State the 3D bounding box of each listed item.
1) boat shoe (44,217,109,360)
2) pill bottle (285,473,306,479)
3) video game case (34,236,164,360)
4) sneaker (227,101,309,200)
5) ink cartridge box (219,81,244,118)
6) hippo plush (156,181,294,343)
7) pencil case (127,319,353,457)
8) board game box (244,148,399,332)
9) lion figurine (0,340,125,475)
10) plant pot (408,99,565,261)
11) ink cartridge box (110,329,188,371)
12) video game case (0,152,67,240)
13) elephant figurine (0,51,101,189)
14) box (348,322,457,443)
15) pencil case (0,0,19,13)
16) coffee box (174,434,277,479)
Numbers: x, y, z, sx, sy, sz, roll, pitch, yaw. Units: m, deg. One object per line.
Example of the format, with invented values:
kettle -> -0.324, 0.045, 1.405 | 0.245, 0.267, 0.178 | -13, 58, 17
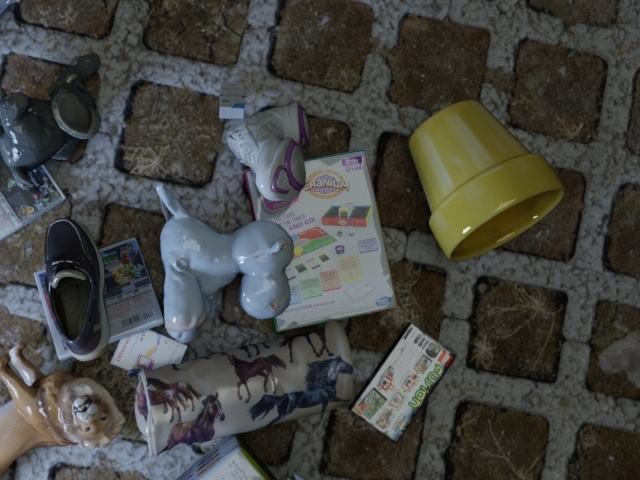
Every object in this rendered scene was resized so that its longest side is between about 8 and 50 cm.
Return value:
boat shoe -> -0.448, 0.075, 1.783 | 0.103, 0.092, 0.285 | -13, 65, -3
pill bottle -> -0.078, 0.445, 1.490 | 0.184, 0.103, 0.103 | -34, 89, -11
video game case -> -0.413, 0.107, 1.832 | 0.201, 0.023, 0.183 | -20, 67, -7
sneaker -> -0.102, -0.154, 1.808 | 0.152, 0.305, 0.114 | -7, 119, 8
ink cartridge box -> -0.171, -0.272, 1.907 | 0.048, 0.028, 0.083 | 2, 45, -6
hippo plush -> -0.169, 0.036, 1.791 | 0.237, 0.234, 0.294 | -4, 93, -8
pencil case -> -0.132, 0.260, 1.772 | 0.411, 0.183, 0.159 | -13, 110, -17
board game box -> 0.000, 0.000, 1.895 | 0.242, 0.064, 0.316 | -10, 86, -7
lion figurine -> -0.566, 0.347, 1.783 | 0.392, 0.142, 0.240 | -34, 97, 6
plant pot -> 0.292, -0.123, 1.862 | 0.254, 0.254, 0.239 | -27, 72, -8
ink cartridge box -> -0.321, 0.214, 1.847 | 0.123, 0.052, 0.088 | 23, 83, -2
video game case -> -0.605, -0.111, 1.861 | 0.173, 0.022, 0.190 | -34, 88, -8
elephant figurine -> -0.483, -0.228, 1.821 | 0.239, 0.169, 0.186 | -17, 122, -35
box -> 0.159, 0.275, 1.902 | 0.114, 0.036, 0.207 | 37, 82, -2
pencil case -> -0.672, -0.413, 1.836 | 0.124, 0.113, 0.273 | 41, 79, -39
coffee box -> -0.163, 0.570, 1.688 | 0.334, 0.337, 0.338 | -40, 90, -9
